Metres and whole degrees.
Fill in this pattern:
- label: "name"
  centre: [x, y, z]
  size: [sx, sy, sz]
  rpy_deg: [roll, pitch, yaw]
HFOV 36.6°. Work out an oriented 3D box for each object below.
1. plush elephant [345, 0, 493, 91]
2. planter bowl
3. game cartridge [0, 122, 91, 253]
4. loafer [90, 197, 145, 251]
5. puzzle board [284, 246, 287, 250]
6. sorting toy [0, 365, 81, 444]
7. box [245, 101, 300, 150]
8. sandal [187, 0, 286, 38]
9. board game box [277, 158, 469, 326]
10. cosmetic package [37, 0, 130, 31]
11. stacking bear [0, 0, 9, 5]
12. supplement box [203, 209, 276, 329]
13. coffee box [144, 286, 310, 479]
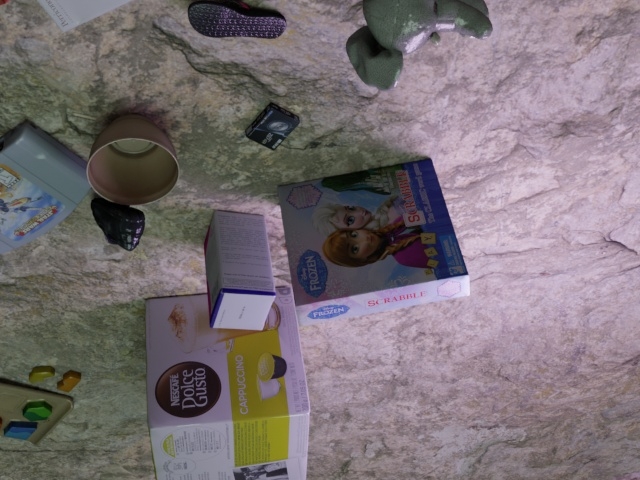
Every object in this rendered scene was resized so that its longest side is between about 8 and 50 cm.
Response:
- label: "plush elephant"
  centre: [0.153, -0.379, 1.485]
  size: [0.330, 0.255, 0.271]
  rpy_deg: [1, 137, -13]
- label: "planter bowl"
  centre: [-0.336, -0.157, 1.739]
  size: [0.162, 0.109, 0.162]
  rpy_deg: [-5, 137, -5]
- label: "game cartridge"
  centre: [-0.579, -0.084, 1.813]
  size: [0.297, 0.062, 0.198]
  rpy_deg: [-31, 130, 21]
- label: "loafer"
  centre: [-0.382, -0.032, 1.797]
  size: [0.076, 0.223, 0.078]
  rpy_deg: [6, 99, -28]
- label: "puzzle board"
  centre: [0.000, 0.000, 2.053]
  size: [0.096, 0.011, 0.128]
  rpy_deg: [28, 126, -37]
- label: "sorting toy"
  centre: [-0.715, 0.394, 2.315]
  size: [0.229, 0.041, 0.307]
  rpy_deg: [24, 128, -32]
- label: "box"
  centre: [-0.089, -0.211, 1.797]
  size: [0.067, 0.018, 0.083]
  rpy_deg: [25, 127, -32]
- label: "sandal"
  centre: [-0.142, -0.369, 1.605]
  size: [0.179, 0.040, 0.067]
  rpy_deg: [0, 145, -33]
- label: "board game box"
  centre: [0.092, -0.004, 1.840]
  size: [0.318, 0.318, 0.066]
  rpy_deg: [-11, 137, -1]
- label: "cosmetic package"
  centre: [-0.326, -0.422, 1.471]
  size: [0.231, 0.085, 0.117]
  rpy_deg: [-23, 136, 12]
- label: "stacking bear"
  centre: [-0.477, -0.494, 1.309]
  size: [0.175, 0.164, 0.289]
  rpy_deg: [-39, 122, 5]
- label: "supplement box"
  centre: [-0.165, 0.058, 1.927]
  size: [0.114, 0.220, 0.111]
  rpy_deg: [5, 136, -18]
- label: "coffee box"
  centre: [-0.211, 0.348, 2.146]
  size: [0.334, 0.337, 0.338]
  rpy_deg: [-4, 138, -7]
